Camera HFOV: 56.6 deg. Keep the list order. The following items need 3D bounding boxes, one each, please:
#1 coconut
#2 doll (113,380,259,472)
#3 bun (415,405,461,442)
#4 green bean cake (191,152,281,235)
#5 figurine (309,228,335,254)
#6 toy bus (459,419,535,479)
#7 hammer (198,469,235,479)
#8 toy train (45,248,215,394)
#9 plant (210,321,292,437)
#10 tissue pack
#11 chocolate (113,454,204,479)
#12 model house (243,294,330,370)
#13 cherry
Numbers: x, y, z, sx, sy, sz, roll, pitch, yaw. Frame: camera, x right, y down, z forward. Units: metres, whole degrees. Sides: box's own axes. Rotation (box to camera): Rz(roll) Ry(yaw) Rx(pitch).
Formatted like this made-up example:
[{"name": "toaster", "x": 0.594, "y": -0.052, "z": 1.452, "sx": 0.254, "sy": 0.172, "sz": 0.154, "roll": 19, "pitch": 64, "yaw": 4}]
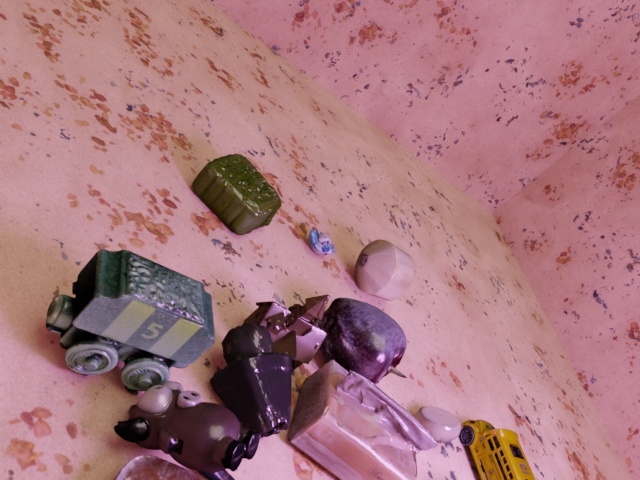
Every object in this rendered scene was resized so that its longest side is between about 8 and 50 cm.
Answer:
[{"name": "coconut", "x": 0.218, "y": 0.103, "z": 2.108, "sx": 0.222, "sy": 0.202, "sz": 0.202, "roll": 29, "pitch": 32, "yaw": -38}, {"name": "doll", "x": -0.248, "y": 0.348, "z": 1.101, "sx": 0.257, "sy": 0.117, "sz": 0.182, "roll": 20, "pitch": 6, "yaw": 22}, {"name": "bun", "x": 0.350, "y": 0.567, "z": 1.790, "sx": 0.138, "sy": 0.094, "sz": 0.138, "roll": 12, "pitch": 7, "yaw": -2}, {"name": "green bean cake", "x": -0.247, "y": -0.144, "z": 1.831, "sx": 0.248, "sy": 0.125, "sz": 0.222, "roll": 48, "pitch": 26, "yaw": 2}, {"name": "figurine", "x": 0.000, "y": 0.000, "z": 2.051, "sx": 0.114, "sy": 0.079, "sz": 0.114, "roll": 28, "pitch": 35, "yaw": -22}, {"name": "toy bus", "x": 0.568, "y": 0.705, "z": 1.856, "sx": 0.145, "sy": 0.151, "sz": 0.331, "roll": 25, "pitch": 35, "yaw": -33}, {"name": "hammer", "x": -0.170, "y": 0.491, "z": 1.182, "sx": 0.290, "sy": 0.037, "sz": 0.137, "roll": 46, "pitch": 27, "yaw": -3}, {"name": "toy train", "x": -0.352, "y": 0.160, "z": 1.142, "sx": 0.299, "sy": 0.238, "sz": 0.167, "roll": 28, "pitch": 29, "yaw": -36}, {"name": "plant", "x": -0.150, "y": 0.314, "z": 1.343, "sx": 0.164, "sy": 0.141, "sz": 0.256, "roll": 14, "pitch": 53, "yaw": -48}, {"name": "tissue pack", "x": 0.111, "y": 0.451, "z": 1.445, "sx": 0.305, "sy": 0.238, "sz": 0.238, "roll": 41, "pitch": 27, "yaw": -12}, {"name": "chocolate", "x": -0.296, "y": 0.482, "z": 0.965, "sx": 0.156, "sy": 0.080, "sz": 0.254, "roll": 28, "pitch": 28, "yaw": -6}, {"name": "model house", "x": -0.061, "y": 0.220, "z": 1.478, "sx": 0.180, "sy": 0.248, "sz": 0.176, "roll": 32, "pitch": 30, "yaw": -25}, {"name": "cherry", "x": 0.122, "y": 0.293, "z": 1.681, "sx": 0.296, "sy": 0.218, "sz": 0.255, "roll": 48, "pitch": 33, "yaw": 13}]
